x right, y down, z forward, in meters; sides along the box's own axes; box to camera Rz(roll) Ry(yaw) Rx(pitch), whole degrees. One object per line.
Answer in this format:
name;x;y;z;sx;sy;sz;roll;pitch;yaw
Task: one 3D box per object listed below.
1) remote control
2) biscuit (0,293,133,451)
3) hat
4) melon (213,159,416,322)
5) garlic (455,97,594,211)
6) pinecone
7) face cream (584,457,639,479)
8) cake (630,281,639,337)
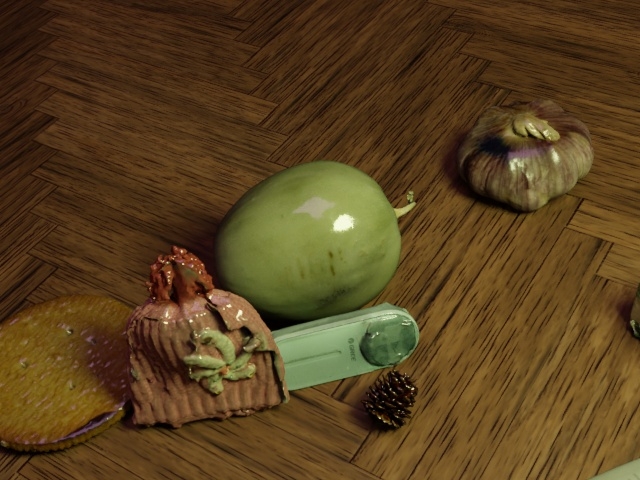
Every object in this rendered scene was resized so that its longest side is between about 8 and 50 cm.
remote control;0.026;0.158;1.327;0.247;0.104;0.052;-12;32;-5
biscuit;-0.410;0.203;1.388;0.305;0.038;0.305;-3;44;3
hat;-0.176;0.145;1.239;0.236;0.287;0.107;-9;25;-2
melon;-0.015;0.006;1.383;0.308;0.272;0.272;-31;40;20
garlic;0.362;-0.168;1.573;0.244;0.161;0.245;-11;44;11
pinecone;0.101;0.226;1.264;0.077;0.077;0.083;26;94;30
face cream;0.378;0.341;1.108;0.314;0.089;0.143;-12;43;-16
cake;0.524;0.157;1.227;0.172;0.158;0.284;7;49;16
